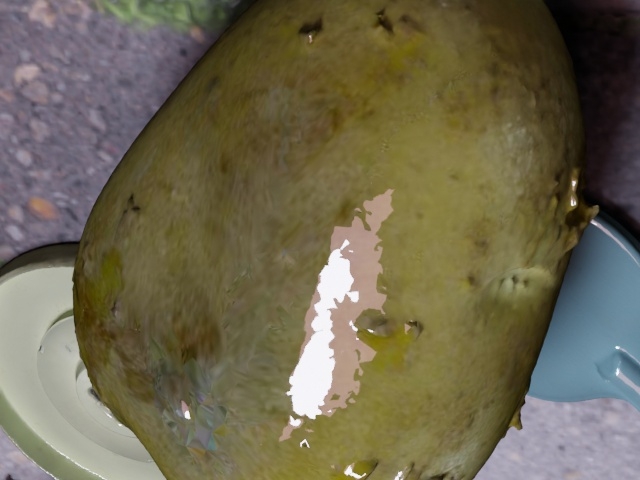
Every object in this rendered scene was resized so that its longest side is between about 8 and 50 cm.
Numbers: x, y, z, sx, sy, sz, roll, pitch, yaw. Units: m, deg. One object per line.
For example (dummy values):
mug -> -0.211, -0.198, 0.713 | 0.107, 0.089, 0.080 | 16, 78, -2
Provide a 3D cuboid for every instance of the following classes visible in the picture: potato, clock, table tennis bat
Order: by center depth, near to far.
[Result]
potato -> 0.014, 0.009, 1.045 | 0.269, 0.219, 0.359 | 52, 132, 20
table tennis bat -> 0.162, 0.058, 1.159 | 0.237, 0.038, 0.149 | 39, 131, -5
clock -> -0.130, 0.101, 1.324 | 0.235, 0.029, 0.235 | 12, 132, 14
